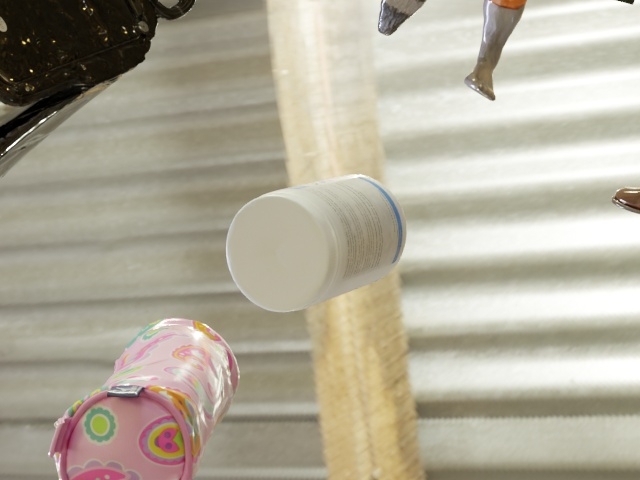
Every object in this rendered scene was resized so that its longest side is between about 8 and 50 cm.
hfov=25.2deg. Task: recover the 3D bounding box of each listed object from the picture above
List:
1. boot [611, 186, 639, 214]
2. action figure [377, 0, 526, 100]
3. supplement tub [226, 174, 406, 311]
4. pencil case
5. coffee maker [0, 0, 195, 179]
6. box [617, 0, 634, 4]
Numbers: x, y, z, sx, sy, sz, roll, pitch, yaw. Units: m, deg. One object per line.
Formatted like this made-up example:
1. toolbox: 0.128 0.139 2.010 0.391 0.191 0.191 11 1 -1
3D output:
1. boot: 0.266 -0.074 1.059 0.106 0.037 0.114 10 -75 41
2. action figure: 0.083 -0.316 1.016 0.341 0.178 0.330 33 -82 14
3. supplement tub: 0.000 0.000 0.850 0.071 0.107 0.071 4 -81 28
4. pencil case: -0.145 0.147 1.235 0.124 0.284 0.124 1 -81 5
5. coffee maker: -0.178 -0.086 0.770 0.178 0.171 0.120 -30 -112 42
6. box: 0.103 -0.146 0.641 0.083 0.062 0.052 12 -65 -7
